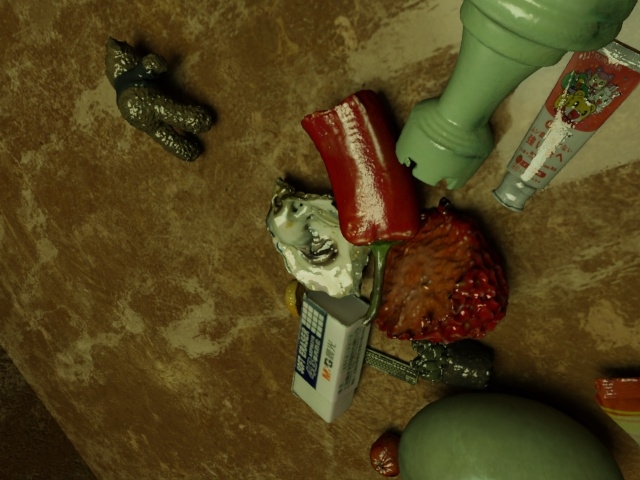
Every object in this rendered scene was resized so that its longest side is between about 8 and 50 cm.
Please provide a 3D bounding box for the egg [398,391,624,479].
[{"bbox_3d":[0.304,0.384,0.832,0.352,0.258,0.258,6,119,27],"label":"egg"}]

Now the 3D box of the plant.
[{"bbox_3d":[0.230,0.210,0.893,0.143,0.092,0.094,13,130,18],"label":"plant"}]

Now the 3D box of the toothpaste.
[{"bbox_3d":[0.313,-0.144,0.659,0.089,0.057,0.234,36,122,12],"label":"toothpaste"}]

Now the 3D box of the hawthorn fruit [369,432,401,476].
[{"bbox_3d":[0.152,0.464,1.096,0.093,0.093,0.093,16,124,25],"label":"hawthorn fruit"}]

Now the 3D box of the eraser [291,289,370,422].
[{"bbox_3d":[0.018,0.231,1.037,0.130,0.086,0.287,32,131,30],"label":"eraser"}]

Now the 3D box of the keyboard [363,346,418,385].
[{"bbox_3d":[0.137,0.254,1.026,0.129,0.015,0.049,19,125,23],"label":"keyboard"}]

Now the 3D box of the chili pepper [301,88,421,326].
[{"bbox_3d":[0.089,-0.053,0.781,0.135,0.131,0.338,-16,96,34],"label":"chili pepper"}]

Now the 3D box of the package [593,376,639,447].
[{"bbox_3d":[0.555,0.291,0.716,0.288,0.108,0.223,50,133,-5],"label":"package"}]

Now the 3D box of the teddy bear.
[{"bbox_3d":[-0.322,-0.264,0.947,0.251,0.129,0.182,47,129,0],"label":"teddy bear"}]

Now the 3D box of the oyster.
[{"bbox_3d":[0.000,0.000,0.922,0.214,0.083,0.222,17,125,26],"label":"oyster"}]

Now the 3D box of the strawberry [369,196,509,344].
[{"bbox_3d":[0.202,0.073,0.802,0.178,0.233,0.234,31,138,-27],"label":"strawberry"}]

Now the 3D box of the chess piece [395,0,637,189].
[{"bbox_3d":[0.202,-0.204,0.616,0.195,0.194,0.299,36,139,10],"label":"chess piece"}]

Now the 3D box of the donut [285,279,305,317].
[{"bbox_3d":[-0.048,0.127,1.065,0.038,0.067,0.083,-1,148,27],"label":"donut"}]
